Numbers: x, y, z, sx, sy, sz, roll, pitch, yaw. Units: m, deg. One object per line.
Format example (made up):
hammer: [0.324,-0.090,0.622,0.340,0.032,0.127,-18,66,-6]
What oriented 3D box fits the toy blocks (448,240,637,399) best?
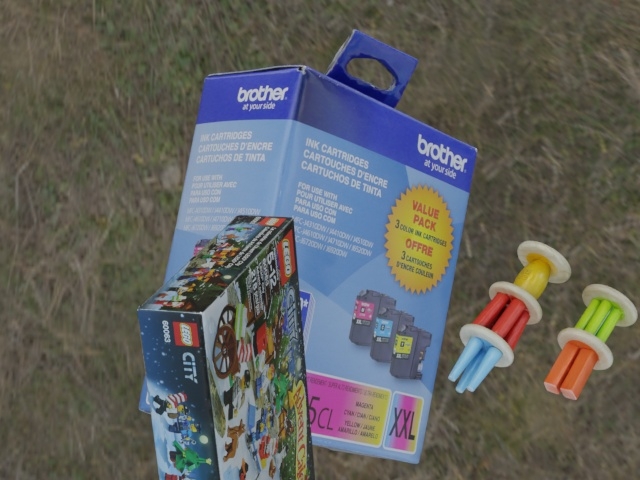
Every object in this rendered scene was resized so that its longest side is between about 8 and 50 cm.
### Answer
toy blocks: [0.187,0.089,1.146,0.123,0.054,0.148,34,66,8]

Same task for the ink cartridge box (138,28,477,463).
ink cartridge box: [0.000,0.000,1.301,0.270,0.151,0.395,18,78,-44]

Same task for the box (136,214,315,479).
box: [-0.054,0.119,0.875,0.044,0.159,0.233,3,113,19]
